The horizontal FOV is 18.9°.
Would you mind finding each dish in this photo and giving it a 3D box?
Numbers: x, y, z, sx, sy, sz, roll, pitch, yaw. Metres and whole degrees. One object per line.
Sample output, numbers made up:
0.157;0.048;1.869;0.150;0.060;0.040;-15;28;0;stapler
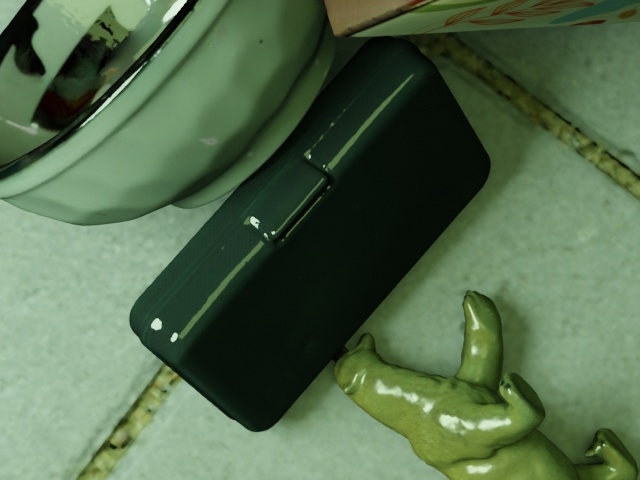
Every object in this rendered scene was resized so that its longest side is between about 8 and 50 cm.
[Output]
-0.082;-0.110;1.108;0.120;0.303;0.303;39;84;-24;dish

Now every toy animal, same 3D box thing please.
0.105;0.125;1.172;0.101;0.103;0.219;-42;93;19;toy animal

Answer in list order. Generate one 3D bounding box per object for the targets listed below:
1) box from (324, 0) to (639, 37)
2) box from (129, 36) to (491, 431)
0.243;-0.209;0.990;0.385;0.344;0.122;-7;85;-37;box
0.000;0.000;1.137;0.050;0.160;0.230;39;84;31;box
